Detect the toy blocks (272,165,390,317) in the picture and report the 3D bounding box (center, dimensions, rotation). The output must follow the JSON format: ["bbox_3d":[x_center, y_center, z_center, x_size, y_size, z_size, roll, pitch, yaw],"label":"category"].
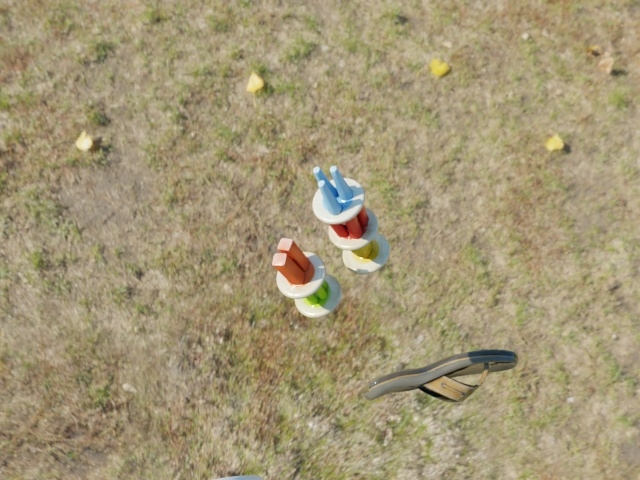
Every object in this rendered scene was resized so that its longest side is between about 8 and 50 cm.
[{"bbox_3d":[0.000,0.000,0.670,0.123,0.148,0.054,-41,53,-7],"label":"toy blocks"}]

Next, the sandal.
[{"bbox_3d":[0.167,0.199,0.944,0.220,0.090,0.060,-12,68,-5],"label":"sandal"}]

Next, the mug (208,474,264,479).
[{"bbox_3d":[-0.166,0.581,1.134,0.276,0.374,0.327,9,55,-42],"label":"mug"}]
